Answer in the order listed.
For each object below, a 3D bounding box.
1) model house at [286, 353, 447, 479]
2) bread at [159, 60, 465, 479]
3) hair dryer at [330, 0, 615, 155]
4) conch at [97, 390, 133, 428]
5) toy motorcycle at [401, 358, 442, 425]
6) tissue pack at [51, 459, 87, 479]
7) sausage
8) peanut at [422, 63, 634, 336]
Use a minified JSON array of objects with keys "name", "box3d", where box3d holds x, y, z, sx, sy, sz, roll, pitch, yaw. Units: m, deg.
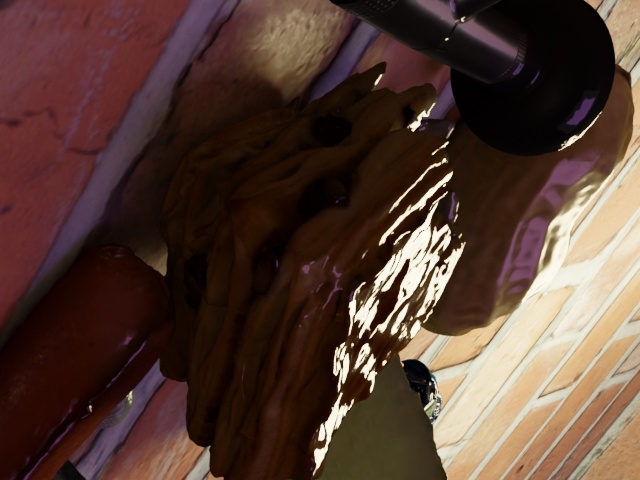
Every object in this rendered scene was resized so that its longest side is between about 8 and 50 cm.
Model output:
[{"name":"model house","box3d":[-0.011,0.222,1.422,0.195,0.214,0.189,-29,-171,-41]},{"name":"bread","box3d":[0.000,0.000,1.115,0.370,0.191,0.314,-46,157,-46]},{"name":"hair dryer","box3d":[0.189,-0.184,1.078,0.284,0.155,0.320,-6,167,25]},{"name":"conch","box3d":[-0.195,0.127,1.145,0.076,0.056,0.085,-18,147,-21]},{"name":"toy motorcycle","box3d":[0.084,0.233,1.735,0.254,0.092,0.135,-28,135,-44]},{"name":"tissue pack","box3d":[-0.193,0.339,1.235,0.081,0.257,0.185,-31,153,-27]},{"name":"sausage","box3d":[-0.235,0.143,1.052,0.330,0.102,0.102,-50,157,2]},{"name":"peanut","box3d":[0.195,-0.043,1.409,0.158,0.174,0.340,-75,-170,-60]}]
